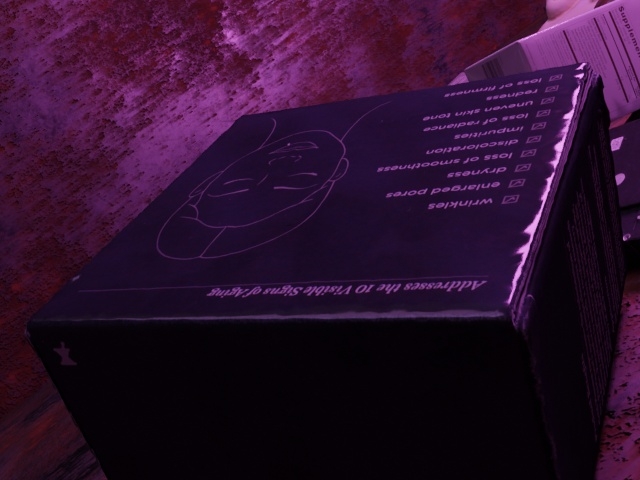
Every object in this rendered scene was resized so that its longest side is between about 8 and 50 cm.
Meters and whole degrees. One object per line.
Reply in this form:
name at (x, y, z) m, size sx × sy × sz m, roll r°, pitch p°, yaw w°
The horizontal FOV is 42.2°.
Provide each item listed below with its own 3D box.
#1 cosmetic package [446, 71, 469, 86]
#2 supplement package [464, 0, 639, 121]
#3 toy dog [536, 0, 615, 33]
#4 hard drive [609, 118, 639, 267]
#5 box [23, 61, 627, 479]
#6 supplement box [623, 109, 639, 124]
cosmetic package at (0.361, -0.245, 1.787) m, size 0.107 × 0.238 × 0.127 m, roll -41°, pitch 16°, yaw -16°
supplement package at (0.422, -0.271, 1.355) m, size 0.293 × 0.175 × 0.177 m, roll -25°, pitch 4°, yaw -18°
toy dog at (0.633, -0.464, 1.802) m, size 0.395 × 0.284 × 0.408 m, roll -36°, pitch 14°, yaw -1°
hard drive at (0.404, -0.059, 1.196) m, size 0.339 × 0.064 × 0.237 m, roll -17°, pitch 40°, yaw 56°
box at (0.050, 0.059, 0.899) m, size 0.480 × 0.297 × 0.472 m, roll -3°, pitch 29°, yaw 28°
supplement box at (0.600, -0.215, 1.396) m, size 0.130 × 0.073 × 0.239 m, roll -22°, pitch 16°, yaw 49°
